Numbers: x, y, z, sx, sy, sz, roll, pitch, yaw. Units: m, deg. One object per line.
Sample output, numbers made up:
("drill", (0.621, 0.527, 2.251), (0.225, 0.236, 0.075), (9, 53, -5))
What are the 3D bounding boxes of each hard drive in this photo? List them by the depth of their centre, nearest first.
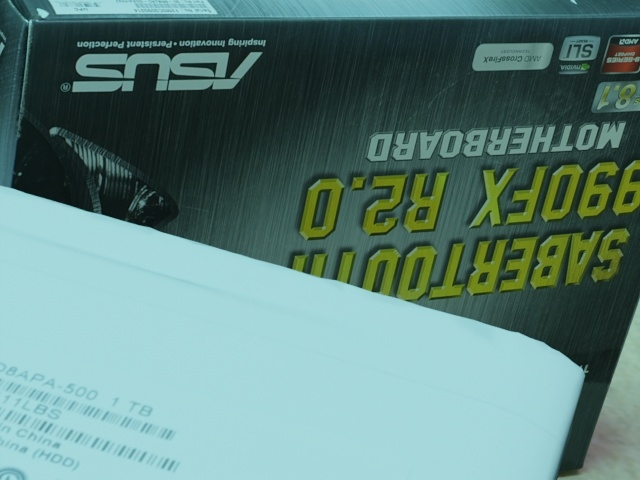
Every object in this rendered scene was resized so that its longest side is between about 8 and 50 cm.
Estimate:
("hard drive", (-0.087, 0.091, 0.290), (0.210, 0.040, 0.319), (16, 33, 11))

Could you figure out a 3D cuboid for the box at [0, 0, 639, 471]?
("box", (0.000, 0.000, 0.540), (0.231, 0.183, 0.056), (-3, 33, -27))
